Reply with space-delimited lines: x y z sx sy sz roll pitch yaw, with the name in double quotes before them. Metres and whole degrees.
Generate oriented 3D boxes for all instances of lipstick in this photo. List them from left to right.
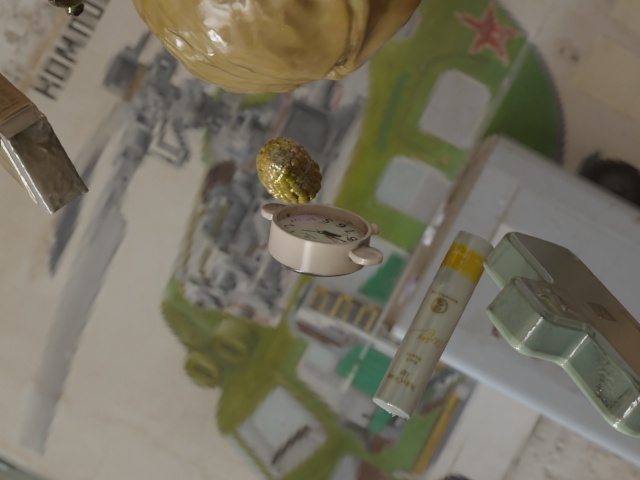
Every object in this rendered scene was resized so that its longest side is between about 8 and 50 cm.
"lipstick" 0.152 0.113 1.817 0.264 0.059 0.059 -62 2 -14

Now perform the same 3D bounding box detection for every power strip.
"power strip" 0.248 0.088 1.341 0.059 0.193 0.265 -54 45 21

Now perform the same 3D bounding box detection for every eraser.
"eraser" -0.453 -0.156 2.021 0.078 0.144 0.343 -33 31 -13

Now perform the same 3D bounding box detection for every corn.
"corn" -0.053 -0.113 2.220 0.101 0.101 0.291 -62 -5 -1

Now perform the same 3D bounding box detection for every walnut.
"walnut" -0.050 -0.353 1.515 0.384 0.383 0.383 -62 2 3

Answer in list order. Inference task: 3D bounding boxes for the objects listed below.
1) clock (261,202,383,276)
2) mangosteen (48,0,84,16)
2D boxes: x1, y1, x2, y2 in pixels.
"clock" 0.000 0.000 2.033 0.155 0.229 0.063 -19 -53 -48
"mangosteen" -0.404 -0.468 2.202 0.172 0.172 0.184 -142 48 -88
